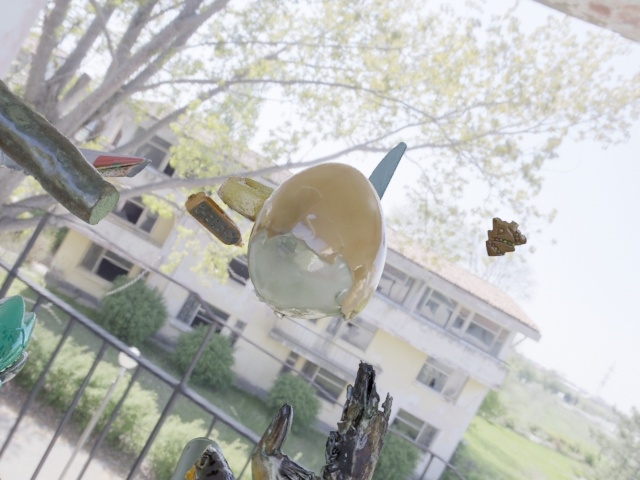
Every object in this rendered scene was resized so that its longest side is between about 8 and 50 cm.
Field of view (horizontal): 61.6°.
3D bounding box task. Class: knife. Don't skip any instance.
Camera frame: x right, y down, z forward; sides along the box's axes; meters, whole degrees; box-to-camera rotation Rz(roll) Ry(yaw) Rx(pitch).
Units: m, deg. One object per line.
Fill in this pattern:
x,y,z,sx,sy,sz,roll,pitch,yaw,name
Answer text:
0.118,-0.085,1.283,0.044,0.331,0.080,9,17,-43,knife

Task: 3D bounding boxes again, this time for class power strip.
-0.206,-0.034,1.085,0.178,0.049,0.028,49,5,-48,power strip

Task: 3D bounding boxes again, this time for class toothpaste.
-0.408,-0.131,0.892,0.234,0.057,0.089,-1,-14,-44,toothpaste

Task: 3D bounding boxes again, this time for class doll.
-0.676,0.207,1.057,0.153,0.195,0.258,-10,8,7,doll

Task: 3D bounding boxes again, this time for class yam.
-0.317,-0.121,0.536,0.274,0.061,0.061,41,-1,1,yam

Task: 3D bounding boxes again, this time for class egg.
0.000,0.000,0.784,0.201,0.244,0.201,18,-17,6,egg

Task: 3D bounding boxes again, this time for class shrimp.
-0.006,0.390,1.017,0.233,0.365,0.071,18,3,11,shrimp

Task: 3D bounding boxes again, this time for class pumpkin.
-0.158,0.354,0.654,0.108,0.183,0.119,33,-36,9,pumpkin

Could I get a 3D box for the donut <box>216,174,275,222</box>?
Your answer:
-0.133,-0.084,1.113,0.162,0.065,0.178,22,12,-34,donut

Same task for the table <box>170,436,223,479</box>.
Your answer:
-0.356,0.675,1.519,0.126,0.126,0.220,28,11,-6,table

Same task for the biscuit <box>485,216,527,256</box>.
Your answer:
0.366,-0.003,1.085,0.082,0.092,0.016,40,29,8,biscuit
